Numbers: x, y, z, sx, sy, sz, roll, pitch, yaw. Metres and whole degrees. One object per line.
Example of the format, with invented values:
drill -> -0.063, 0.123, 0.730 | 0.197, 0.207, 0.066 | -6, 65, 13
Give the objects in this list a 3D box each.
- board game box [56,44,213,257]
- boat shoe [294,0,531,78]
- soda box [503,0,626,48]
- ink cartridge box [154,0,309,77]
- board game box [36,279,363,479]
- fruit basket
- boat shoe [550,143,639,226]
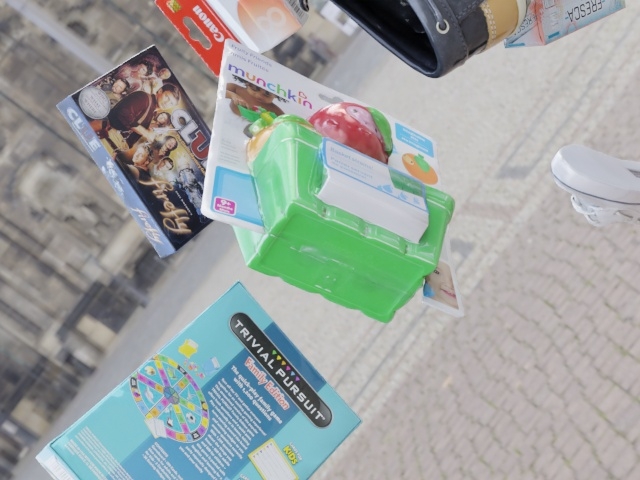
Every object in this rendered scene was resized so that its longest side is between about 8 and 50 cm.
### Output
board game box -> -0.220, -0.122, 1.443 | 0.042, 0.243, 0.165 | -19, 19, 47
boat shoe -> 0.003, -0.359, 1.222 | 0.156, 0.500, 0.187 | -48, -14, -17
soda box -> 0.296, -0.286, 1.303 | 0.183, 0.058, 0.063 | -28, 22, -37
ink cartridge box -> -0.127, -0.310, 1.451 | 0.179, 0.145, 0.045 | -29, 22, 29
board game box -> -0.144, 0.251, 1.353 | 0.336, 0.254, 0.079 | -41, 1, -34
fruit basket -> 0.026, -0.090, 1.266 | 0.165, 0.327, 0.353 | -50, 24, 39
boat shoe -> 0.373, -0.057, 1.384 | 0.084, 0.258, 0.095 | -56, 47, 25
